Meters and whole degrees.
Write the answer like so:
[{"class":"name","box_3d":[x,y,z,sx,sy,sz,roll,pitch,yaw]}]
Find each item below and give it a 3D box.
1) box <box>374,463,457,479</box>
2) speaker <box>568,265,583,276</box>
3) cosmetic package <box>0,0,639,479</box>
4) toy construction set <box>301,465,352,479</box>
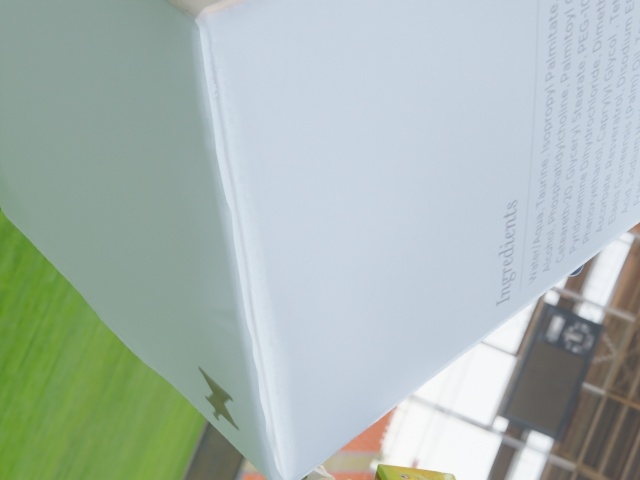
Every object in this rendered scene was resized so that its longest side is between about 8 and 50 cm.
[{"class":"box","box_3d":[0.046,0.267,0.739,0.087,0.058,0.232,-128,-131,-74]},{"class":"speaker","box_3d":[0.240,0.024,1.361,0.136,0.055,0.055,-16,-136,51]},{"class":"cosmetic package","box_3d":[0.010,-0.141,0.715,0.393,0.329,0.327,-34,141,-25]},{"class":"toy construction set","box_3d":[0.054,0.352,1.372,0.151,0.327,0.215,-114,-138,-60]}]
